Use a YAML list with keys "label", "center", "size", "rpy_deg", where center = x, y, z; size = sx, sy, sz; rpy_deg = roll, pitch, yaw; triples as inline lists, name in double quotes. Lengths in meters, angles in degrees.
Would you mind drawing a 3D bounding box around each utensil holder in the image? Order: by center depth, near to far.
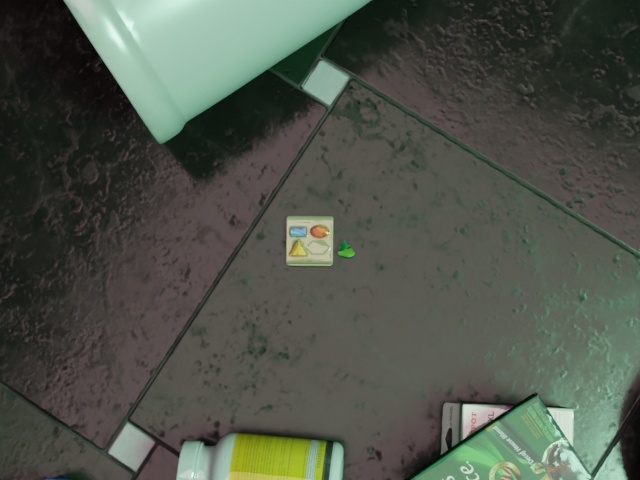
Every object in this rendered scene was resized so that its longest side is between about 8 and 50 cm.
- label: "utensil holder"
  center: [-0.107, -0.346, 1.358]
  size: [0.385, 0.327, 0.327]
  rpy_deg: [-32, 83, -2]

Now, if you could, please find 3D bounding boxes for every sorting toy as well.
- label: "sorting toy"
  center: [0.000, 0.000, 1.469]
  size: [0.083, 0.012, 0.062]
  rpy_deg: [0, 83, 3]

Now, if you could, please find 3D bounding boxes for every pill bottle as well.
- label: "pill bottle"
  center: [-0.068, 0.273, 1.397]
  size: [0.184, 0.103, 0.103]
  rpy_deg: [5, 84, 3]

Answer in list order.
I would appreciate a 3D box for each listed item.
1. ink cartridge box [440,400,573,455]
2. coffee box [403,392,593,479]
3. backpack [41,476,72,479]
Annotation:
- label: "ink cartridge box"
  center: [0.210, 0.232, 1.394]
  size: [0.143, 0.090, 0.092]
  rpy_deg: [2, 84, 2]
- label: "coffee box"
  center: [0.189, 0.262, 1.326]
  size: [0.184, 0.040, 0.113]
  rpy_deg: [-33, 86, 1]
- label: "backpack"
  center: [-0.298, 0.331, 1.405]
  size: [0.098, 0.101, 0.120]
  rpy_deg: [-40, 80, -9]
